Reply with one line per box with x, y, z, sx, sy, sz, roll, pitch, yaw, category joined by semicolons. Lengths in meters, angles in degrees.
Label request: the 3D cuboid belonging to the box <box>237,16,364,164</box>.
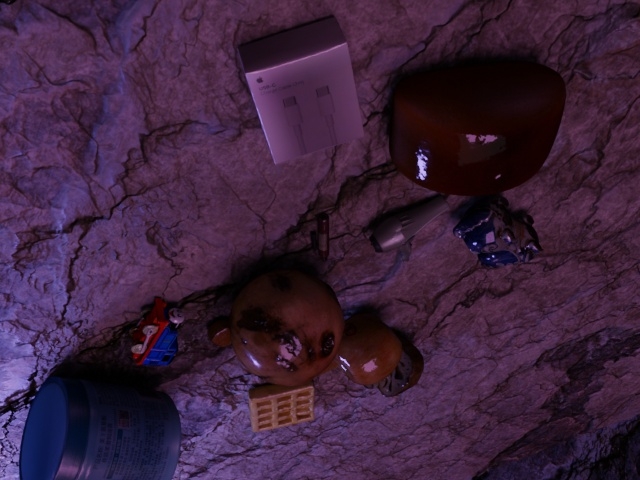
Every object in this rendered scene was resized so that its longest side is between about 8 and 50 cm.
-0.034;-0.296;1.429;0.203;0.106;0.252;-17;139;-1;box

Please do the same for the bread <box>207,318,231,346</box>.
-0.275;0.256;1.998;0.085;0.053;0.085;-18;136;-18;bread

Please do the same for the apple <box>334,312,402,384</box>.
0.134;0.323;2.121;0.188;0.211;0.211;-43;142;-13;apple

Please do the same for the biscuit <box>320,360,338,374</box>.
0.009;0.377;2.266;0.220;0.029;0.142;-27;141;11;biscuit

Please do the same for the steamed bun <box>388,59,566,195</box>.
0.345;-0.238;1.529;0.379;0.248;0.235;-9;139;-11;steamed bun

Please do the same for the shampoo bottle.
-0.615;0.568;2.003;0.342;0.331;0.331;17;128;-37;shampoo bottle

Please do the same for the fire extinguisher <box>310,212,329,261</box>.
0.000;0.000;1.831;0.049;0.035;0.173;-14;137;-12;fire extinguisher

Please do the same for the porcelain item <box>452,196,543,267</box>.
0.476;-0.010;1.949;0.186;0.138;0.288;-27;148;36;porcelain item

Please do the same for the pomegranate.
-0.086;0.225;1.855;0.322;0.322;0.322;-11;140;-10;pomegranate

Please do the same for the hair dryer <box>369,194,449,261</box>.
0.257;-0.031;1.879;0.219;0.088;0.225;-40;149;18;hair dryer

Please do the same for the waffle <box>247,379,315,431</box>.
-0.130;0.554;2.392;0.221;0.055;0.248;-11;140;-10;waffle

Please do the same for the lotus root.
0.237;0.409;2.284;0.199;0.188;0.180;-38;150;19;lotus root

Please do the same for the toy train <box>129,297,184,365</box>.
-0.434;0.249;1.904;0.131;0.083;0.204;11;133;-31;toy train
